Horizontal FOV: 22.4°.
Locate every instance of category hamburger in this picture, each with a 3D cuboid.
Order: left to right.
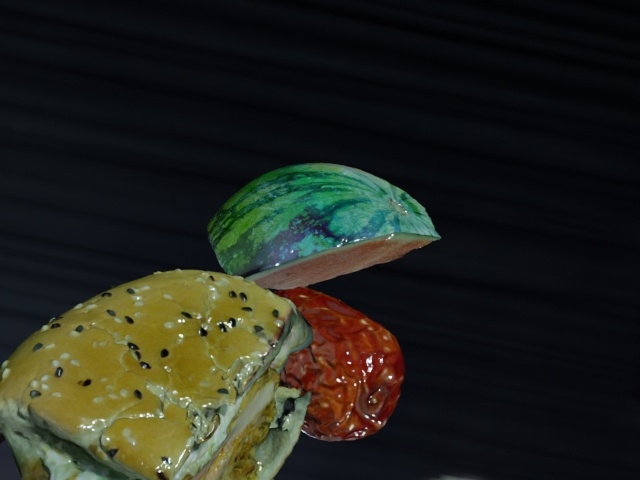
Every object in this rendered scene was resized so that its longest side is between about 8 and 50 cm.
[{"bbox_3d":[-0.131,0.130,1.210,0.288,0.192,0.167,-50,161,-52],"label":"hamburger"}]

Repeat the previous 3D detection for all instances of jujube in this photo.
[{"bbox_3d":[0.000,0.107,1.430,0.176,0.112,0.109,32,-33,51],"label":"jujube"}]

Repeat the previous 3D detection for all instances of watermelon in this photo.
[{"bbox_3d":[-0.007,-0.014,1.633,0.146,0.231,0.128,-45,118,-80],"label":"watermelon"}]

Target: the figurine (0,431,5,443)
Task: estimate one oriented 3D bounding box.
[{"bbox_3d":[-0.437,0.132,1.291,0.206,0.316,0.284,-47,-177,46],"label":"figurine"}]
